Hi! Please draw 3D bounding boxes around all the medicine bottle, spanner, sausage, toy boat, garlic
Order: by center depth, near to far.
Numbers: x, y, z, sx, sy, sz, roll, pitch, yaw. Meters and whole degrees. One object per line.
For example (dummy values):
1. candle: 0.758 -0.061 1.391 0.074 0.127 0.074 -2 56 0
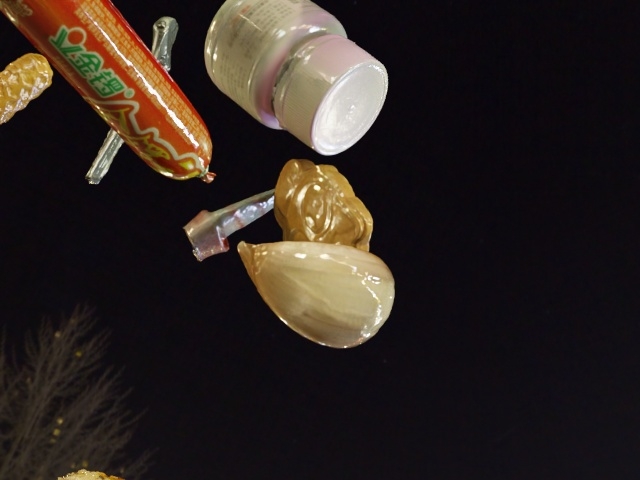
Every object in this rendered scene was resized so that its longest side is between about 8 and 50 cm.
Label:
1. sausage: -0.174 -0.141 0.631 0.083 0.083 0.264 -15 -44 26
2. garlic: 0.009 0.053 0.851 0.206 0.128 0.115 23 -43 -23
3. spanner: -0.286 -0.222 1.100 0.026 0.326 0.093 17 -27 4
4. medicine bottle: -0.046 -0.323 1.347 0.302 0.241 0.241 41 -36 26
5. toy boat: -0.153 -0.060 1.507 0.282 0.096 0.206 -27 -9 -12

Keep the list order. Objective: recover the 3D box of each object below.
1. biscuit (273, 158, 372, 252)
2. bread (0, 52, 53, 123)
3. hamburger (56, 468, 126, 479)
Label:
1. biscuit: -0.004 0.000 1.342 0.051 0.376 0.269 -6 -46 -30
2. bread: -0.366 -0.153 0.794 0.052 0.157 0.044 21 -29 49
3. hamburger: -0.243 0.404 0.834 0.300 0.176 0.300 18 -50 23
